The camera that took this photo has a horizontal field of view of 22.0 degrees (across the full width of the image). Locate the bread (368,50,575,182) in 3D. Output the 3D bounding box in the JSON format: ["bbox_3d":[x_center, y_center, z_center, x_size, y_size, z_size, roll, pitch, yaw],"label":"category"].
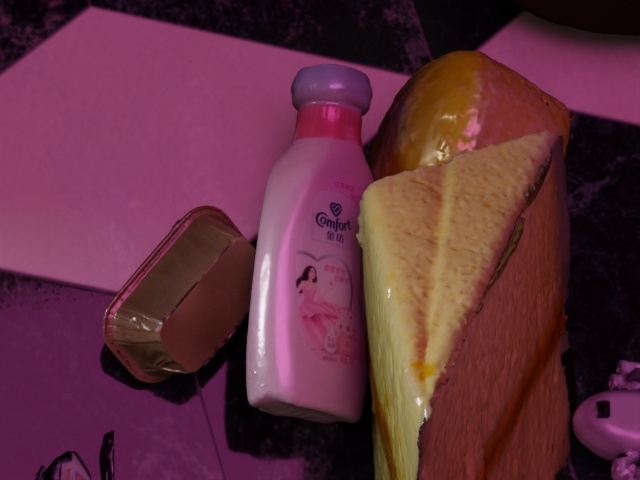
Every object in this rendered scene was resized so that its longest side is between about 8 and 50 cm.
[{"bbox_3d":[0.144,-0.087,1.625,0.170,0.197,0.197,24,69,-14],"label":"bread"}]

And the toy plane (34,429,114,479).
[{"bbox_3d":[-0.225,0.271,1.512,0.078,0.053,0.197,3,67,-17],"label":"toy plane"}]

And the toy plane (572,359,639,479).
[{"bbox_3d":[0.328,0.191,1.604,0.174,0.080,0.174,8,51,-10],"label":"toy plane"}]

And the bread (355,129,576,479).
[{"bbox_3d":[0.155,0.163,1.430,0.242,0.346,0.405,-9,32,-6],"label":"bread"}]

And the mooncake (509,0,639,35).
[{"bbox_3d":[0.306,-0.366,1.742,0.334,0.174,0.326,-33,76,-14],"label":"mooncake"}]

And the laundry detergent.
[{"bbox_3d":[0.000,0.000,1.565,0.088,0.159,0.335,-4,72,33],"label":"laundry detergent"}]

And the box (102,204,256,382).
[{"bbox_3d":[-0.126,0.053,1.576,0.111,0.111,0.177,38,69,5],"label":"box"}]
